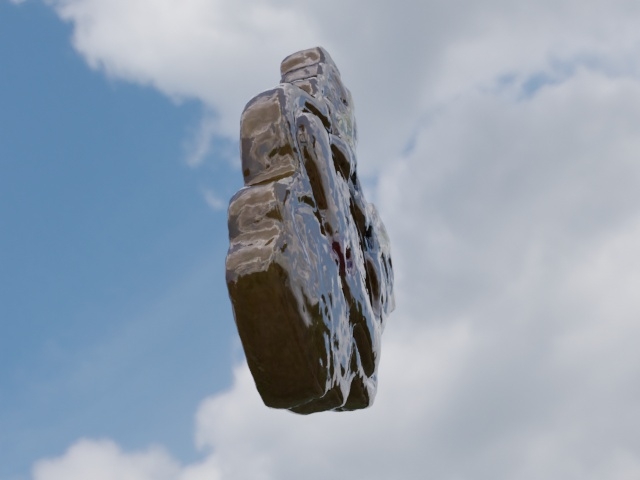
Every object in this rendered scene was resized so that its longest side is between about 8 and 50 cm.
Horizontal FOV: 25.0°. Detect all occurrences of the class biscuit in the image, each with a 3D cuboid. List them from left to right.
[{"bbox_3d":[0.003,-0.001,0.779,0.044,0.295,0.186,-15,-71,13],"label":"biscuit"}]
